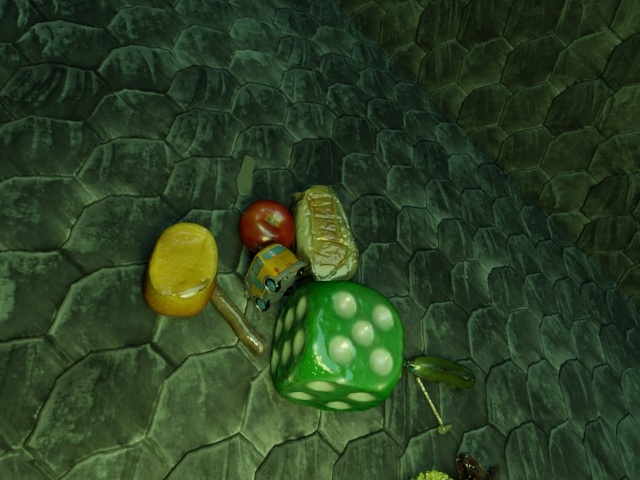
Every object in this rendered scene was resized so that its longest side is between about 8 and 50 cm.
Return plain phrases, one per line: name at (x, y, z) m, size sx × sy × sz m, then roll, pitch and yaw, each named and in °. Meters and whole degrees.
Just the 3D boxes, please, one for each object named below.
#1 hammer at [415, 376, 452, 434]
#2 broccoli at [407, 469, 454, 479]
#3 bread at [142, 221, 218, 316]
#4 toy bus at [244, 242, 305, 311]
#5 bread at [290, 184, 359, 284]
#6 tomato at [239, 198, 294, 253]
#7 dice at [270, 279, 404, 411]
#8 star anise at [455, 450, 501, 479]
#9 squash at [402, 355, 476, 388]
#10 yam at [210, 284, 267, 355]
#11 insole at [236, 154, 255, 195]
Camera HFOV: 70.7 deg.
hammer at (0.379, 0.546, 1.515) m, size 0.060 × 0.028 × 0.195 m, roll -7°, pitch 63°, yaw -43°
broccoli at (0.297, 0.755, 1.132) m, size 0.347 × 0.281 × 0.294 m, roll -10°, pitch 64°, yaw -28°
bread at (-0.378, 0.079, 1.237) m, size 0.195 × 0.143 × 0.270 m, roll 12°, pitch 52°, yaw -14°
toy bus at (-0.148, 0.106, 1.340) m, size 0.136 × 0.210 × 0.126 m, roll 45°, pitch 46°, yaw 14°
bread at (0.013, 0.002, 1.556) m, size 0.235 × 0.183 × 0.389 m, roll 3°, pitch 64°, yaw -15°
tomato at (-0.175, -0.037, 1.462) m, size 0.195 × 0.136 × 0.195 m, roll 16°, pitch 55°, yaw -24°
dice at (0.039, 0.299, 1.267) m, size 0.299 × 0.297 × 0.287 m, roll 23°, pitch 53°, yaw -20°
star anise at (0.482, 0.760, 1.375) m, size 0.282 × 0.129 × 0.213 m, roll 23°, pitch 55°, yaw -31°
squash at (0.411, 0.450, 1.563) m, size 0.331 × 0.087 × 0.087 m, roll 18°, pitch 52°, yaw -22°
yam at (-0.241, 0.229, 1.295) m, size 0.241 × 0.057 × 0.056 m, roll 49°, pitch 46°, yaw 6°
insole at (-0.268, -0.235, 1.622) m, size 0.063 × 0.010 × 0.192 m, roll 21°, pitch 50°, yaw -22°
